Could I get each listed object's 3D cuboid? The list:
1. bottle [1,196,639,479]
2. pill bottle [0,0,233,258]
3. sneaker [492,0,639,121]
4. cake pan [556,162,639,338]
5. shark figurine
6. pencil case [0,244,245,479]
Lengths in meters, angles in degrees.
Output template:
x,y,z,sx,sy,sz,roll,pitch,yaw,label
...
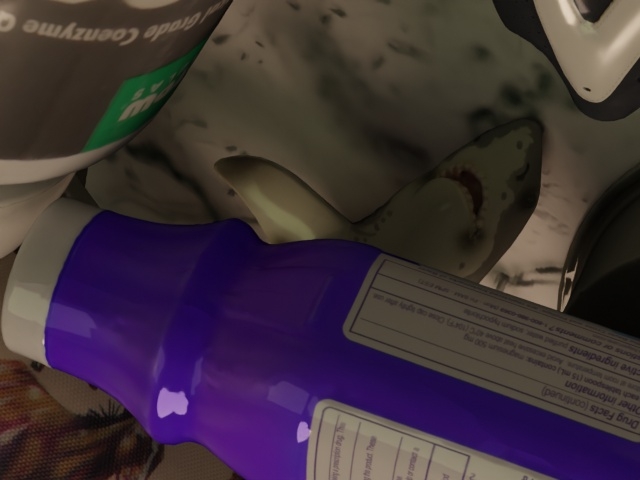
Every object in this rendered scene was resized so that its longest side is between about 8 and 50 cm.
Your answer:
x,y,z,sx,sy,sz,roll,pitch,yaw,label
0.019,0.058,0.717,0.283,0.092,0.118,19,149,12,bottle
-0.112,-0.150,0.687,0.204,0.204,0.361,45,136,5,pill bottle
0.142,-0.093,0.616,0.235,0.094,0.153,14,156,9,sneaker
0.205,0.095,0.739,0.293,0.054,0.293,28,139,27,cake pan
-0.022,0.014,0.871,0.278,0.116,0.166,9,95,31,shark figurine
-0.082,0.161,0.941,0.410,0.160,0.183,47,161,-20,pencil case
